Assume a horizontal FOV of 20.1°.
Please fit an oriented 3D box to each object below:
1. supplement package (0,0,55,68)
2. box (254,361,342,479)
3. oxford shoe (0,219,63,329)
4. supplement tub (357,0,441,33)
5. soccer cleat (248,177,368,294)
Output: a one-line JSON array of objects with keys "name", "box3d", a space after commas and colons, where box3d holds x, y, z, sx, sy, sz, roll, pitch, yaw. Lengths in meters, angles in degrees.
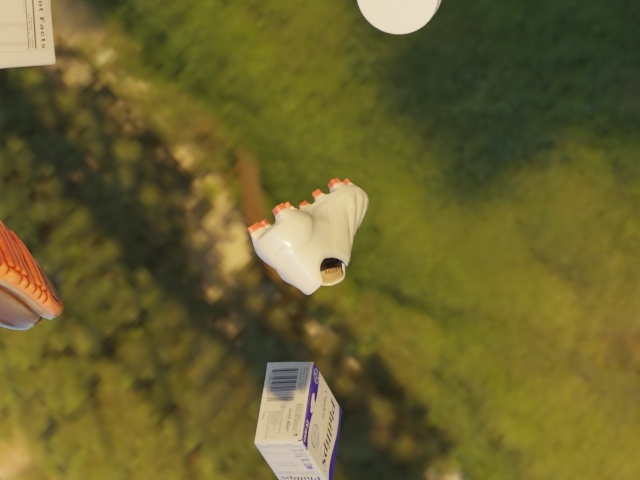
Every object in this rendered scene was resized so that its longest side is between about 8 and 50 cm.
[{"name": "supplement package", "box3d": [-0.378, -0.219, 1.662, 0.134, 0.244, 0.139, 3, 98, 36]}, {"name": "box", "box3d": [-0.028, 0.251, 2.451, 0.072, 0.126, 0.137, -3, 145, 18]}, {"name": "oxford shoe", "box3d": [-0.352, -0.006, 1.339, 0.363, 0.133, 0.130, 32, -168, -36]}, {"name": "supplement tub", "box3d": [0.072, -0.220, 1.506, 0.071, 0.071, 0.107, 48, -154, -12]}, {"name": "soccer cleat", "box3d": [0.000, 0.000, 1.501, 0.076, 0.068, 0.196, 54, -158, 3]}]
